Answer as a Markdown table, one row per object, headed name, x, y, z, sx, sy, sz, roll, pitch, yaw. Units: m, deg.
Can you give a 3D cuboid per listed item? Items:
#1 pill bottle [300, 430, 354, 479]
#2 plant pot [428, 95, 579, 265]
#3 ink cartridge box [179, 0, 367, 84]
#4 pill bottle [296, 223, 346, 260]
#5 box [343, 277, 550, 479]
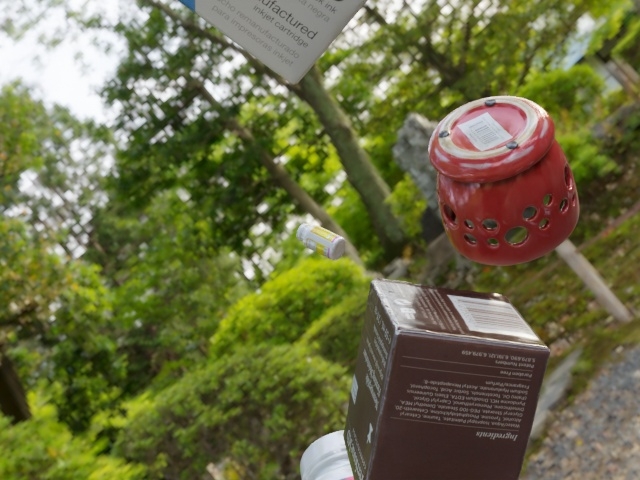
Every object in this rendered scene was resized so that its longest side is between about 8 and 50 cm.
| name | x | y | z | sx | sy | sz | roll | pitch | yaw |
| --- | --- | --- | --- | --- | --- | --- | --- | --- | --- |
| pill bottle | 0.060 | 0.421 | 1.342 | 0.176 | 0.176 | 0.319 | -43 | 34 | 18 |
| plant pot | 0.248 | -0.090 | 1.339 | 0.191 | 0.191 | 0.174 | -39 | -48 | -21 |
| ink cartridge box | -0.013 | -0.402 | 0.990 | 0.395 | 0.285 | 0.166 | -45 | 18 | 36 |
| pill bottle | 0.000 | 0.000 | 1.694 | 0.043 | 0.083 | 0.043 | -40 | -36 | -37 |
| box | 0.130 | 0.170 | 1.078 | 0.168 | 0.166 | 0.203 | -112 | 31 | -73 |
